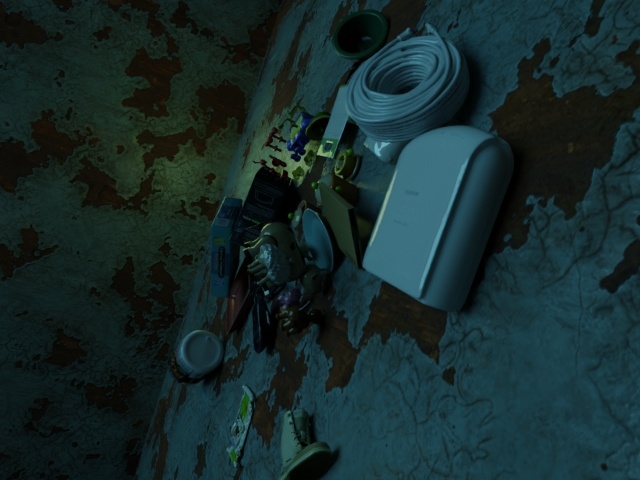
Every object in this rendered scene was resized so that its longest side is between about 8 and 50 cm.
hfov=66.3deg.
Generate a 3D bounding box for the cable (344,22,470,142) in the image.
[{"bbox_3d":[0.175,-0.316,1.015,0.257,0.089,0.257,-30,46,8],"label":"cable"}]

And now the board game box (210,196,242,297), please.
[{"bbox_3d":[-0.388,0.027,2.031,0.254,0.079,0.336,-85,3,-58],"label":"board game box"}]

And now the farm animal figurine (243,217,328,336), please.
[{"bbox_3d":[-0.078,0.076,1.338,0.172,0.327,0.330,-27,31,-1],"label":"farm animal figurine"}]

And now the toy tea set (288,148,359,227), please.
[{"bbox_3d":[-0.010,-0.122,1.431,0.336,0.124,0.200,-50,30,44],"label":"toy tea set"}]

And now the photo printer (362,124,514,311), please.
[{"bbox_3d":[0.203,-0.054,0.877,0.307,0.107,0.256,-71,21,5],"label":"photo printer"}]

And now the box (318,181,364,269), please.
[{"bbox_3d":[0.050,-0.041,1.214,0.201,0.021,0.164,-129,24,-59],"label":"box"}]

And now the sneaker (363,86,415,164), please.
[{"bbox_3d":[0.155,-0.304,1.195,0.169,0.108,0.292,-54,28,32],"label":"sneaker"}]

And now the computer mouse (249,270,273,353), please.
[{"bbox_3d":[-0.181,0.229,1.619,0.184,0.060,0.262,122,145,-50],"label":"computer mouse"}]

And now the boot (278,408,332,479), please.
[{"bbox_3d":[-0.042,0.459,1.120,0.165,0.077,0.213,-93,26,-46],"label":"boot"}]

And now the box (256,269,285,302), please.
[{"bbox_3d":[-0.171,0.093,1.758,0.175,0.051,0.220,-44,34,51],"label":"box"}]

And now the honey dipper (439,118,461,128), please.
[{"bbox_3d":[0.235,-0.217,1.034,0.161,0.030,0.030,-15,60,67],"label":"honey dipper"}]

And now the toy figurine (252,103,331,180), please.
[{"bbox_3d":[-0.081,-0.411,1.769,0.362,0.191,0.217,-45,29,48],"label":"toy figurine"}]

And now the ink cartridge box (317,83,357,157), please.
[{"bbox_3d":[0.072,-0.367,1.521,0.171,0.056,0.235,-143,69,-68],"label":"ink cartridge box"}]

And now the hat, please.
[{"bbox_3d":[0.140,-0.610,1.584,0.208,0.183,0.173,-7,73,20],"label":"hat"}]

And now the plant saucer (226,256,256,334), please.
[{"bbox_3d":[-0.328,0.224,2.048,0.259,0.048,0.258,-60,24,27],"label":"plant saucer"}]

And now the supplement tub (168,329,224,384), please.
[{"bbox_3d":[-0.567,0.532,2.192,0.316,0.193,0.193,-45,34,51],"label":"supplement tub"}]

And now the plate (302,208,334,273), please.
[{"bbox_3d":[0.000,0.000,1.351,0.188,0.024,0.188,51,152,42],"label":"plate"}]

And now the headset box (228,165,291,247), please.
[{"bbox_3d":[-0.230,-0.115,1.885,0.246,0.131,0.283,-85,19,-71],"label":"headset box"}]

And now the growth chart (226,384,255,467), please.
[{"bbox_3d":[-0.265,0.608,1.628,0.172,0.021,0.237,-17,57,66],"label":"growth chart"}]
